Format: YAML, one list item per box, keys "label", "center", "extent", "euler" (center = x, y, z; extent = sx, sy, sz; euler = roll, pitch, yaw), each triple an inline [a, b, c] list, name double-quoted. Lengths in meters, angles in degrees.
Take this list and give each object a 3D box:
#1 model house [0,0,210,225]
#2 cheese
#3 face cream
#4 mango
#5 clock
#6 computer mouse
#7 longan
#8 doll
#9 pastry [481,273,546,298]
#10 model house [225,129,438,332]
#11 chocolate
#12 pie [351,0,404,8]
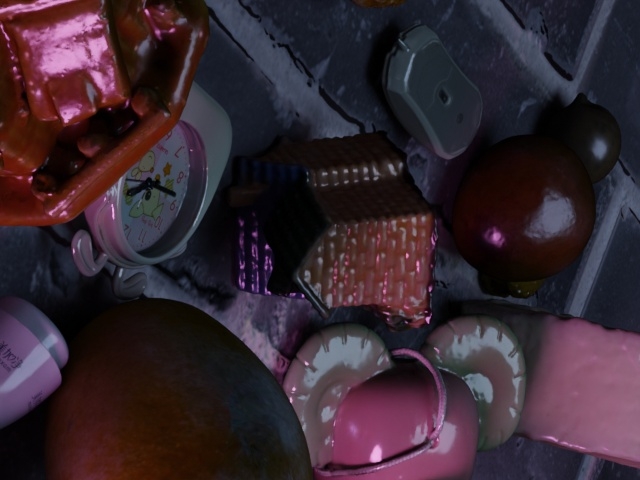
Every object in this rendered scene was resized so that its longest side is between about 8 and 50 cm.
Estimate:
- label: "model house"
  center: [-0.222, -0.126, 1.417]
  extent: [0.229, 0.199, 0.220]
  euler: [28, 67, -63]
- label: "cheese"
  center: [0.310, 0.170, 2.327]
  extent: [0.292, 0.332, 0.153]
  euler: [26, 80, -87]
- label: "face cream"
  center: [-0.252, 0.098, 1.559]
  extent: [0.095, 0.091, 0.091]
  euler: [-47, 141, -28]
- label: "mango"
  center: [-0.116, 0.172, 1.613]
  extent: [0.199, 0.221, 0.384]
  euler: [-58, -159, 23]
- label: "clock"
  center: [-0.154, -0.050, 1.683]
  extent: [0.151, 0.062, 0.191]
  euler: [42, 67, -58]
- label: "computer mouse"
  center: [0.105, -0.157, 2.073]
  extent: [0.089, 0.056, 0.182]
  euler: [-62, 142, -18]
- label: "longan"
  center: [0.316, -0.122, 2.405]
  extent: [0.113, 0.092, 0.113]
  euler: [1, 88, -49]
- label: "doll"
  center: [0.093, 0.212, 2.055]
  extent: [0.284, 0.216, 0.268]
  euler: [-5, 104, -25]
- label: "pastry"
  center: [0.234, 0.021, 2.366]
  extent: [0.097, 0.057, 0.109]
  euler: [-35, 130, -46]
- label: "model house"
  center: [0.000, 0.000, 1.864]
  extent: [0.172, 0.183, 0.167]
  euler: [-3, 112, -19]
- label: "chocolate"
  center: [0.224, -0.030, 2.231]
  extent: [0.176, 0.176, 0.177]
  euler: [-32, 129, -50]
- label: "pie"
  center: [0.076, -0.362, 1.903]
  extent: [0.315, 0.092, 0.315]
  euler: [-35, 133, -48]
